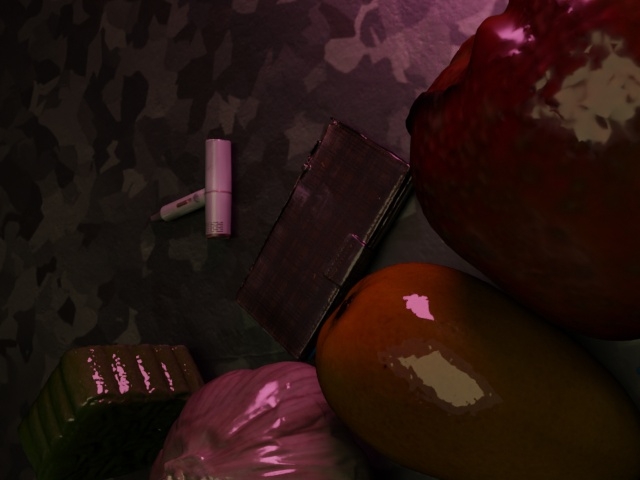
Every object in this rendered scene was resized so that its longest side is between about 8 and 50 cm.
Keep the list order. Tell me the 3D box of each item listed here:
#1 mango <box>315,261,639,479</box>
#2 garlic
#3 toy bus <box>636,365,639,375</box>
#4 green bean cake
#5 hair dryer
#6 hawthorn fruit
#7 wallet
[{"bbox_3d":[0.171,0.163,0.825,0.377,0.264,0.221,24,74,15],"label":"mango"},{"bbox_3d":[-0.089,0.318,0.965,0.317,0.259,0.318,-18,58,31],"label":"garlic"},{"bbox_3d":[0.409,0.185,0.751,0.090,0.106,0.185,-38,67,21],"label":"toy bus"},{"bbox_3d":[-0.317,0.266,1.139,0.248,0.222,0.125,-48,56,27],"label":"green bean cake"},{"bbox_3d":[-0.217,-0.075,1.210,0.183,0.044,0.155,-4,82,35],"label":"hair dryer"},{"bbox_3d":[0.294,-0.081,0.701,0.402,0.402,0.403,-3,85,32],"label":"hawthorn fruit"},{"bbox_3d":[0.000,0.000,1.063,0.169,0.044,0.317,36,104,33],"label":"wallet"}]
